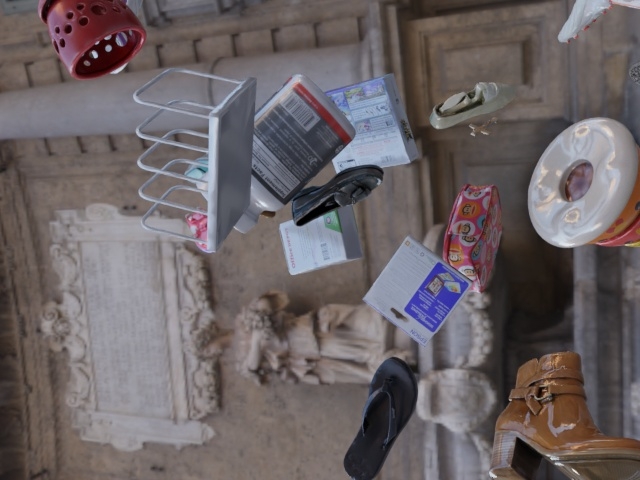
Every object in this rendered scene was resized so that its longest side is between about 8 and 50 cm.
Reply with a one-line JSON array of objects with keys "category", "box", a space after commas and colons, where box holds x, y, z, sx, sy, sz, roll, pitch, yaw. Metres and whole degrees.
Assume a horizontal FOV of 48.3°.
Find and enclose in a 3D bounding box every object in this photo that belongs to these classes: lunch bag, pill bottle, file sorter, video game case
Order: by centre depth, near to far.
[{"category": "file sorter", "box": [-0.236, -0.159, 1.344, 0.193, 0.173, 0.277, -63, -17, -55]}, {"category": "pill bottle", "box": [-0.110, -0.203, 1.702, 0.210, 0.363, 0.210, 46, -176, -4]}, {"category": "video game case", "box": [0.124, -0.325, 2.029, 0.061, 0.269, 0.244, -38, -66, -43]}, {"category": "lunch bag", "box": [0.461, 0.004, 2.114, 0.293, 0.120, 0.258, -65, -34, -32]}]

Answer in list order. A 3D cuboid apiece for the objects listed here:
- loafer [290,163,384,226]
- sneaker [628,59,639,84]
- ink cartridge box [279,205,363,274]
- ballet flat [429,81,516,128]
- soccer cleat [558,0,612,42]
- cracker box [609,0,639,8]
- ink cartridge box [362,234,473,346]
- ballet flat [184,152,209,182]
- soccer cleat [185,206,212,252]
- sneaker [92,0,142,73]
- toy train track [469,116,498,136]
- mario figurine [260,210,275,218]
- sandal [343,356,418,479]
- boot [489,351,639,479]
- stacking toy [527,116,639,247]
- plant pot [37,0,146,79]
[{"category": "loafer", "box": [0.041, -0.102, 1.742, 0.096, 0.267, 0.084, 34, -132, -42]}, {"category": "sneaker", "box": [0.685, -0.344, 1.349, 0.071, 0.188, 0.066, -51, -63, -32]}, {"category": "ink cartridge box", "box": [0.000, 0.000, 2.016, 0.093, 0.212, 0.154, -4, -100, -54]}, {"category": "ballet flat", "box": [0.408, -0.373, 1.905, 0.086, 0.248, 0.086, 155, 90, -90]}, {"category": "soccer cleat", "box": [0.623, -0.543, 1.692, 0.068, 0.196, 0.076, -41, -91, -25]}, {"category": "cracker box", "box": [0.707, -0.486, 1.379, 0.156, 0.232, 0.067, -29, -48, -32]}, {"category": "ink cartridge box", "box": [0.247, 0.128, 1.821, 0.208, 0.206, 0.045, -55, -16, 12]}, {"category": "ballet flat", "box": [-0.316, -0.214, 1.981, 0.072, 0.213, 0.068, 33, -114, -24]}, {"category": "soccer cleat", "box": [-0.291, -0.014, 1.877, 0.095, 0.083, 0.248, 58, 172, -29]}, {"category": "sneaker", "box": [-0.521, -0.587, 1.895, 0.152, 0.114, 0.305, -64, -2, -54]}, {"category": "toy train track", "box": [0.331, -0.226, 1.437, 0.083, 0.048, 0.014, -34, -39, -32]}, {"category": "mario figurine", "box": [-0.150, -0.243, 2.588, 0.170, 0.198, 0.320, -20, -48, -68]}, {"category": "sandal", "box": [0.116, 0.351, 1.377, 0.054, 0.097, 0.254, 14, -85, -62]}, {"category": "boot", "box": [0.407, 0.281, 1.143, 0.109, 0.283, 0.220, 40, -127, -16]}, {"category": "stacking toy", "box": [0.840, -0.098, 1.917, 0.480, 0.350, 0.350, 17, -112, -23]}, {"category": "plant pot", "box": [-0.507, -0.473, 1.561, 0.174, 0.191, 0.191, 54, -154, 3]}]
